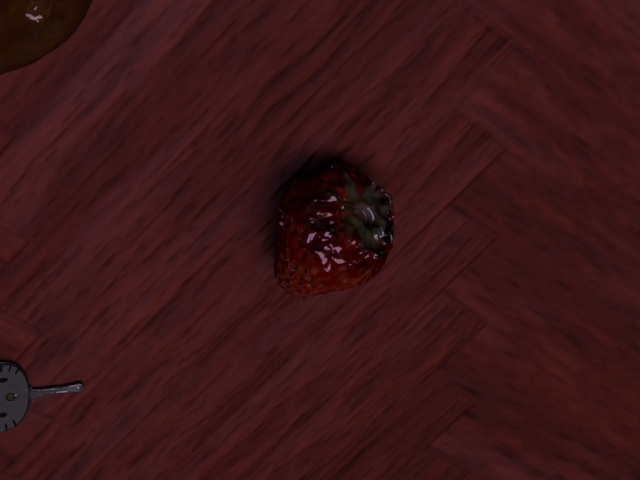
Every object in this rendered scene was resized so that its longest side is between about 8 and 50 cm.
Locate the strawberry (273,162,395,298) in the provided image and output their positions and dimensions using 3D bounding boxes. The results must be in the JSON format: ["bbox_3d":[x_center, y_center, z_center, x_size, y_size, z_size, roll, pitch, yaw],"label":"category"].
[{"bbox_3d":[0.000,0.000,0.926,0.073,0.073,0.083,21,141,-36],"label":"strawberry"}]

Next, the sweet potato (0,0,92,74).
[{"bbox_3d":[-0.144,-0.109,0.779,0.056,0.056,0.195,27,120,-38],"label":"sweet potato"}]

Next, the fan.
[{"bbox_3d":[-0.179,0.090,0.963,0.083,0.004,0.056,-7,130,-18],"label":"fan"}]
